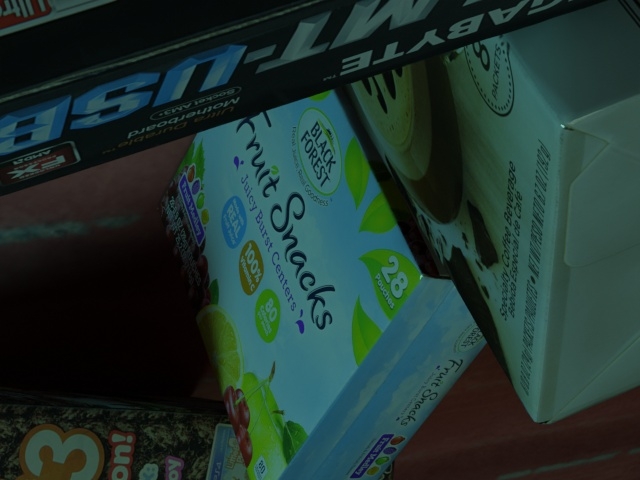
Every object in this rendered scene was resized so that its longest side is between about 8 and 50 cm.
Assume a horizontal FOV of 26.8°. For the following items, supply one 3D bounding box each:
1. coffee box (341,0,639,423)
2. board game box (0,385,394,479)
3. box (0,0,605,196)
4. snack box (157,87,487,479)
[{"bbox_3d":[0.067,-0.107,0.510,0.118,0.297,0.168,-20,143,-9],"label":"coffee box"},{"bbox_3d":[-0.142,0.157,0.759,0.291,0.141,0.232,9,173,-36],"label":"board game box"},{"bbox_3d":[-0.090,-0.164,0.357,0.295,0.293,0.073,-20,168,-7],"label":"box"},{"bbox_3d":[0.000,0.000,0.680,0.070,0.207,0.174,4,135,-33],"label":"snack box"}]
